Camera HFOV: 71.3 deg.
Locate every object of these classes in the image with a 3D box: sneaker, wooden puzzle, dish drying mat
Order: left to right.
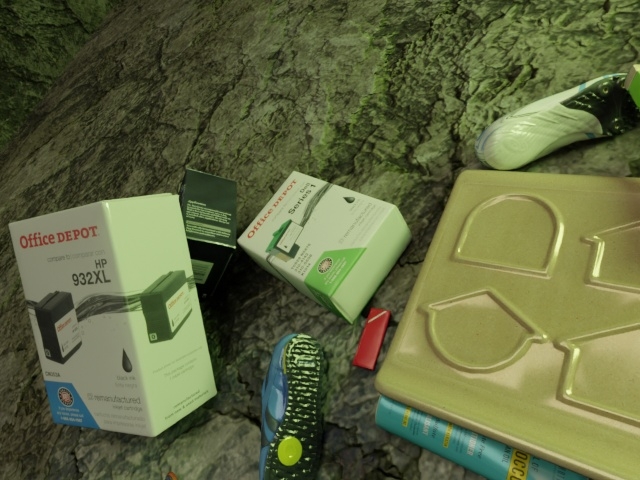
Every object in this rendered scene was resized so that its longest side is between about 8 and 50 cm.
[{"bbox_3d":[-0.044,0.225,0.570,0.082,0.069,0.209,-33,45,54],"label":"sneaker"},{"bbox_3d":[0.069,0.131,0.599,0.032,0.008,0.083,5,60,33],"label":"dish drying mat"},{"bbox_3d":[0.331,-0.167,0.618,0.237,0.085,0.086,-20,22,9],"label":"sneaker"},{"bbox_3d":[0.266,0.066,0.485,0.322,0.080,0.348,10,58,36],"label":"wooden puzzle"}]

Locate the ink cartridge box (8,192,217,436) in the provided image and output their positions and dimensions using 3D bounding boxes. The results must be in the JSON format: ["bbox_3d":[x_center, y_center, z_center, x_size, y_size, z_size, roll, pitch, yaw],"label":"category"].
[{"bbox_3d":[-0.300,0.101,0.650,0.223,0.129,0.308,-7,96,29],"label":"ink cartridge box"}]

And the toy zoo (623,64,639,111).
[{"bbox_3d":[0.456,-0.093,0.445,0.192,0.030,0.293,3,48,9],"label":"toy zoo"}]

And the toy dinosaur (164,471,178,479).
[{"bbox_3d":[-0.183,0.343,0.588,0.090,0.047,0.082,-6,36,-13],"label":"toy dinosaur"}]

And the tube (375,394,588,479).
[{"bbox_3d":[0.161,0.206,0.464,0.207,0.052,0.080,11,70,30],"label":"tube"}]

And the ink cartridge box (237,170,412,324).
[{"bbox_3d":[0.000,0.000,0.682,0.219,0.093,0.160,25,72,41],"label":"ink cartridge box"}]

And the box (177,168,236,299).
[{"bbox_3d":[-0.211,-0.008,0.769,0.156,0.093,0.158,-55,31,40],"label":"box"}]
